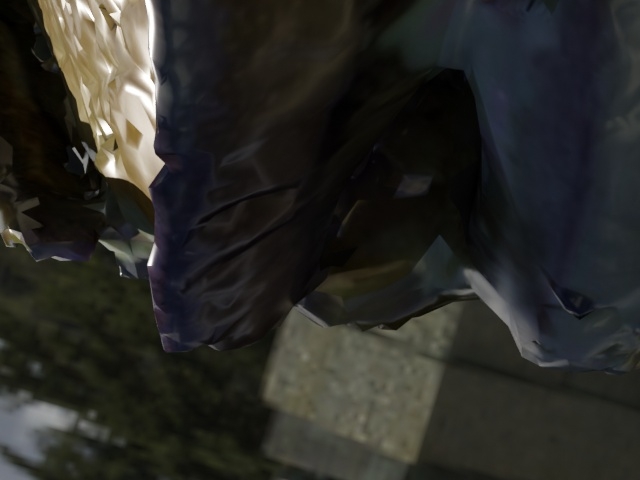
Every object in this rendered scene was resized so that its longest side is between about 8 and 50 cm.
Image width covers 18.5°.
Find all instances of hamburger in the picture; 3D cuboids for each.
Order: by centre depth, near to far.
[{"bbox_3d":[-0.002,-0.141,0.440,0.195,0.277,0.318,-5,-136,-11],"label":"hamburger"}]

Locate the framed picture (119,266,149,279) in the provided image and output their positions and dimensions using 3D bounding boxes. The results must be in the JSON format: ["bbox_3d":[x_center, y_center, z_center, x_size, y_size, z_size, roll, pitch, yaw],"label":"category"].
[{"bbox_3d":[0.000,0.000,1.443,0.260,0.023,0.189,2,-162,13],"label":"framed picture"}]
